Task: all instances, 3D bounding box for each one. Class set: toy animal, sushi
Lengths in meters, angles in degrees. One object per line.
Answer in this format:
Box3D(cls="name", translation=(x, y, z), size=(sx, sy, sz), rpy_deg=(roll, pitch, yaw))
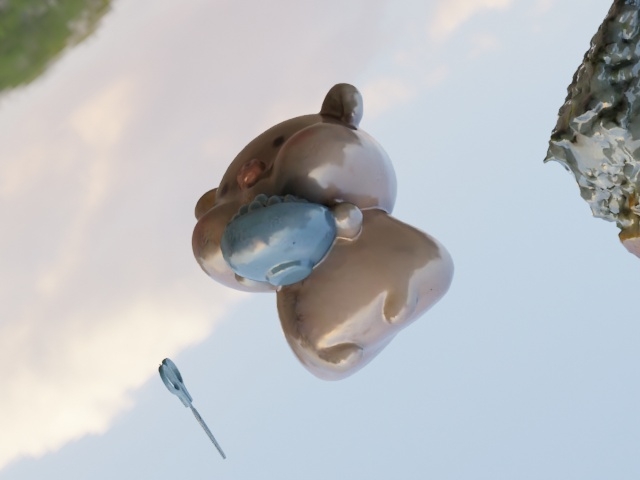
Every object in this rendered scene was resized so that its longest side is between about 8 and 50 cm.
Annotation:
Box3D(cls="toy animal", translation=(0.011, 0.003, 1.778), size=(0.210, 0.221, 0.229), rpy_deg=(-41, -161, 18))
Box3D(cls="sushi", translation=(0.286, -0.118, 1.475), size=(0.139, 0.184, 0.274), rpy_deg=(120, -5, -64))

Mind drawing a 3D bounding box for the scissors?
Box3D(cls="scissors", translation=(-0.088, 0.118, 1.339), size=(0.006, 0.083, 0.036), rpy_deg=(-31, -170, 11))
